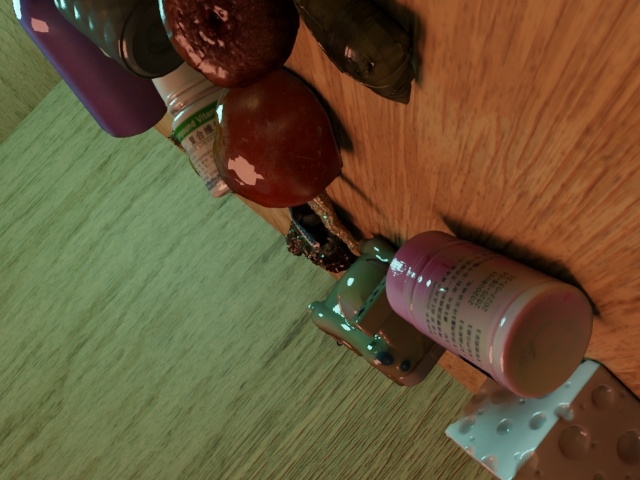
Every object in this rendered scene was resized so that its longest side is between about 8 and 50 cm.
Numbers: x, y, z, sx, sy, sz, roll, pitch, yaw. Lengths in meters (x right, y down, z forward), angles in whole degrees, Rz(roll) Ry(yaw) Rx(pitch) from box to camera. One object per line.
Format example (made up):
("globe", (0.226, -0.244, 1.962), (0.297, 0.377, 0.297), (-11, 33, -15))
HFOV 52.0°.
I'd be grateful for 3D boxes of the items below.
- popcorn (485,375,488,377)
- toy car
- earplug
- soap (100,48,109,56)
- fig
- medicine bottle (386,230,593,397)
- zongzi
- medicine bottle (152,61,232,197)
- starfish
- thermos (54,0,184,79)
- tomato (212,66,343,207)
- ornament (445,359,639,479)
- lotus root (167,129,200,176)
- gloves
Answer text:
("popcorn", (0.389, 0.260, 1.382), (0.096, 0.089, 0.109), (31, 175, -26))
("toy car", (0.111, 0.120, 1.335), (0.226, 0.242, 0.336), (42, 173, -30))
("earplug", (-0.537, -0.444, 1.531), (0.215, 0.215, 0.456), (38, 170, 24))
("soap", (-0.332, -0.368, 1.212), (0.198, 0.067, 0.119), (24, 165, 21))
("fig", (-0.091, -0.244, 0.702), (0.201, 0.133, 0.146), (-94, -12, -70))
("medicine bottle", (0.216, 0.088, 0.891), (0.152, 0.152, 0.254), (45, 173, -31))
("zongzi", (0.022, -0.192, 0.605), (0.154, 0.062, 0.130), (46, -173, 14))
("medicine bottle", (-0.180, -0.204, 1.114), (0.237, 0.139, 0.139), (62, 172, -4))
("starfish", (-0.051, -0.129, 1.250), (0.293, 0.084, 0.301), (30, 161, 43))
("thermos", (-0.315, -0.378, 0.965), (0.286, 0.145, 0.182), (40, 142, 22))
("tomato", (-0.078, -0.134, 0.967), (0.180, 0.155, 0.214), (22, 149, 42))
("ornament", (0.409, 0.345, 1.120), (0.239, 0.240, 0.240), (41, 174, -12))
("lotus root", (-0.208, -0.196, 1.469), (0.314, 0.141, 0.170), (36, -147, -60))
("gloves", (0.001, -0.007, 1.607), (0.210, 0.135, 0.312), (30, 172, 28))
